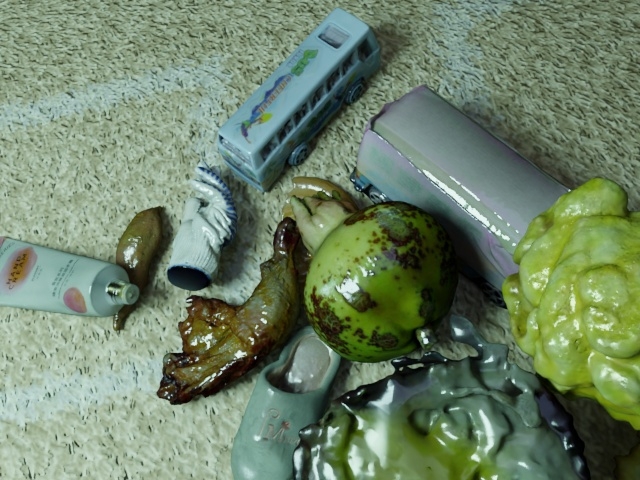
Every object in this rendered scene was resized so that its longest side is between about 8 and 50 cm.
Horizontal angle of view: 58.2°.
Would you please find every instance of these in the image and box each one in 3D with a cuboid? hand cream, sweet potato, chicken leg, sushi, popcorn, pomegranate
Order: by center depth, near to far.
[{"bbox_3d":[0.311,0.070,0.594,0.242,0.250,0.235,44,96,-4],"label":"popcorn"},{"bbox_3d":[0.129,0.275,0.644,0.300,0.294,0.281,-27,68,-6],"label":"sushi"},{"bbox_3d":[0.056,0.029,0.784,0.222,0.204,0.276,-39,88,0],"label":"pomegranate"},{"bbox_3d":[-0.120,0.111,0.847,0.322,0.083,0.177,-40,52,4],"label":"chicken leg"},{"bbox_3d":[-0.424,0.061,0.902,0.341,0.078,0.124,6,69,24],"label":"hand cream"},{"bbox_3d":[-0.300,0.032,0.922,0.068,0.068,0.226,9,69,10],"label":"sweet potato"}]

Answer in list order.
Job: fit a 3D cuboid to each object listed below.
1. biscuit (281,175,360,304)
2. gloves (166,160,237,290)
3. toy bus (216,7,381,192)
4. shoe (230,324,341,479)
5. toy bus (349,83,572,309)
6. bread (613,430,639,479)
[{"bbox_3d":[0.000,0.000,0.916,0.145,0.033,0.224,7,69,10],"label":"biscuit"},{"bbox_3d":[-0.184,-0.027,0.909,0.119,0.097,0.229,-20,55,34],"label":"gloves"},{"bbox_3d":[-0.031,-0.242,0.964,0.109,0.136,0.329,37,77,17],"label":"toy bus"},{"bbox_3d":[-0.048,0.225,0.792,0.103,0.100,0.250,18,68,14],"label":"shoe"},{"bbox_3d":[0.225,-0.057,0.844,0.171,0.162,0.386,-43,70,-12],"label":"toy bus"},{"bbox_3d":[0.465,0.329,0.566,0.361,0.250,0.394,-30,96,-29],"label":"bread"}]
